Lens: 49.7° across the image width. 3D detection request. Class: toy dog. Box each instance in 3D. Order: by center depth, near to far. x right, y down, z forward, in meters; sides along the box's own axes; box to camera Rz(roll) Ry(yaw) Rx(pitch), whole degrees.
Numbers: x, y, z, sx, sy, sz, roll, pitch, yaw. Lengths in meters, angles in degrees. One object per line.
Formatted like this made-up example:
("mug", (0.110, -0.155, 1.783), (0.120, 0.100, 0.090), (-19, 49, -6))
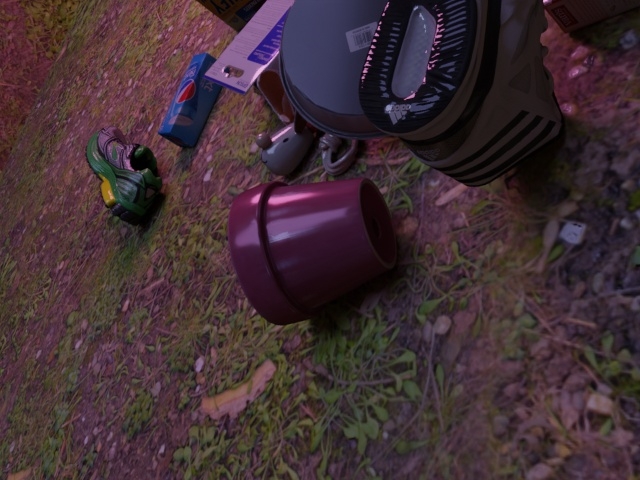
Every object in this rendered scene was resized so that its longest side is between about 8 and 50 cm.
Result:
("toy dog", (-0.016, -0.283, 1.171), (0.220, 0.161, 0.334), (8, 72, 51))

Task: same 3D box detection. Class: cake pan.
("cake pan", (0.068, -0.301, 1.046), (0.293, 0.054, 0.293), (-2, 81, 15))

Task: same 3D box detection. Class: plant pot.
("plant pot", (0.000, 0.000, 0.956), (0.180, 0.201, 0.201), (-18, 52, 22))

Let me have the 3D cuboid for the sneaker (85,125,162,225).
("sneaker", (-0.458, -0.181, 1.666), (0.146, 0.134, 0.343), (-45, 48, 9))

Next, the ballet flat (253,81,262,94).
("ballet flat", (-0.120, -0.336, 1.424), (0.070, 0.070, 0.188), (-45, 37, 19))

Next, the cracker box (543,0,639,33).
("cracker box", (0.392, -0.366, 0.833), (0.232, 0.067, 0.156), (-13, 57, 46))

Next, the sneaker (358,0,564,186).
("sneaker", (0.203, -0.273, 0.822), (0.169, 0.257, 0.448), (10, 74, 40))

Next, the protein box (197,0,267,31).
("protein box", (-0.216, -0.647, 1.614), (0.136, 0.201, 0.200), (-22, 51, 40))

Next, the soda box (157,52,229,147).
("soda box", (-0.293, -0.322, 1.594), (0.067, 0.071, 0.210), (7, 72, 51))

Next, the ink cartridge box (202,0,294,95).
("ink cartridge box", (-0.058, -0.421, 1.334), (0.371, 0.069, 0.175), (-50, 42, -7))
